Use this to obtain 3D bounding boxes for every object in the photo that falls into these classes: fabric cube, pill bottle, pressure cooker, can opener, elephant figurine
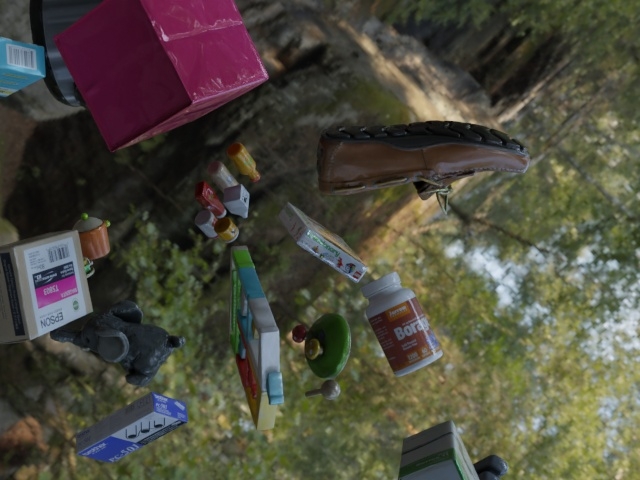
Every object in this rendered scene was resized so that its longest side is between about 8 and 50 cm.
[{"bbox_3d":[-0.311,-0.362,1.684,0.254,0.259,0.258,-20,-172,37],"label":"fabric cube"},{"bbox_3d":[0.176,0.185,1.910,0.121,0.216,0.121,-26,174,-3],"label":"pill bottle"},{"bbox_3d":[-0.492,-0.540,2.196,0.420,0.375,0.370,-5,-147,2],"label":"pressure cooker"},{"bbox_3d":[0.276,0.485,1.623,0.074,0.093,0.280,-59,180,-39],"label":"can opener"},{"bbox_3d":[-0.478,0.227,1.992,0.186,0.239,0.169,-54,-159,-10],"label":"elephant figurine"}]

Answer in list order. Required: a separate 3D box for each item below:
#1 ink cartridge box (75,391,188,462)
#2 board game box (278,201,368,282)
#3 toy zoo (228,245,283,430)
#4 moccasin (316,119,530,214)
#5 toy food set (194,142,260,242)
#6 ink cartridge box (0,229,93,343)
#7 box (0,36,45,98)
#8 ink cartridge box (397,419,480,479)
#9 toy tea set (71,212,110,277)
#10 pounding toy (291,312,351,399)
[{"bbox_3d":[-0.368,0.365,1.656,0.207,0.097,0.046,-30,-127,21],"label":"ink cartridge box"},{"bbox_3d":[0.000,0.000,2.220,0.053,0.193,0.305,-55,-162,5],"label":"board game box"},{"bbox_3d":[-0.106,0.163,1.360,0.293,0.030,0.192,-117,-153,-55],"label":"toy zoo"},{"bbox_3d":[0.184,-0.130,1.520,0.380,0.147,0.139,-5,-158,-10],"label":"moccasin"},{"bbox_3d":[-0.189,-0.078,1.770,0.111,0.104,0.232,-14,-127,19],"label":"toy food set"},{"bbox_3d":[-0.587,0.090,1.779,0.088,0.193,0.235,-7,-172,18],"label":"ink cartridge box"},{"bbox_3d":[-0.620,-0.307,1.579,0.244,0.060,0.100,-12,170,40],"label":"box"},{"bbox_3d":[0.178,0.356,1.191,0.087,0.153,0.208,-24,179,8],"label":"ink cartridge box"},{"bbox_3d":[-0.684,0.028,2.247,0.200,0.124,0.336,-10,-158,7],"label":"toy tea set"},{"bbox_3d":[-0.017,0.306,2.307,0.183,0.110,0.237,-12,-113,56],"label":"pounding toy"}]
